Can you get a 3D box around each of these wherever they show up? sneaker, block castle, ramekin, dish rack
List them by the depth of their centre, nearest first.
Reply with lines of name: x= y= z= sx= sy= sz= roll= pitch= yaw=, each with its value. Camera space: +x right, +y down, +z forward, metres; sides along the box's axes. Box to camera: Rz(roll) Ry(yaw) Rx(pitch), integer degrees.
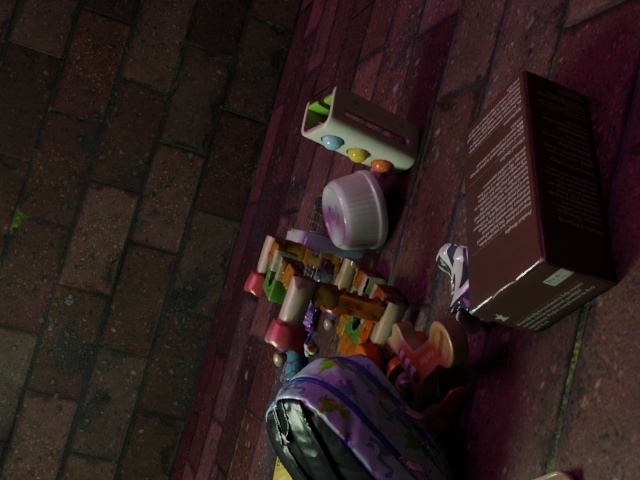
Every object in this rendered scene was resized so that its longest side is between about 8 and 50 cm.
sneaker: x=0.264 y=0.094 z=1.414 sx=0.235 sy=0.094 sz=0.153 roll=11 pitch=76 yaw=63
block castle: x=-0.002 y=0.161 z=1.837 sx=0.453 sy=0.303 sz=0.212 roll=-133 pitch=61 yaw=-72
ramekin: x=0.083 y=-0.070 z=1.981 sx=0.207 sy=0.109 sz=0.207 roll=167 pitch=90 yaw=-73
sneaker: x=-0.028 y=0.323 z=2.241 sx=0.083 sy=0.032 sz=0.036 roll=-141 pitch=54 yaw=-77
sneaker: x=-0.028 y=0.233 z=2.292 sx=0.071 sy=0.068 sz=0.169 roll=56 pitch=138 yaw=49
dish rack: x=0.000 y=0.000 z=2.384 sx=0.208 sy=0.074 sz=0.271 roll=-145 pitch=71 yaw=-74

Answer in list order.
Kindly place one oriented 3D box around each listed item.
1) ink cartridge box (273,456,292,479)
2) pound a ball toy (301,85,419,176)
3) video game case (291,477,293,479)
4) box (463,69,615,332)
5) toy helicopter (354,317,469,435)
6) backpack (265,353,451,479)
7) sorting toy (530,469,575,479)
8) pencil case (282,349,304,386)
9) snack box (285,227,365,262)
ink cartridge box: x=-0.047 y=0.597 z=1.971 sx=0.303 sy=0.072 sz=0.307 roll=138 pitch=143 yaw=-60
pound a ball toy: x=0.096 y=-0.241 z=1.963 sx=0.208 sy=0.319 sz=0.135 roll=-17 pitch=57 yaw=52
video game case: x=0.026 y=0.529 z=1.590 sx=0.274 sy=0.035 sz=0.248 roll=61 pitch=150 yaw=8
box: x=0.341 y=-0.066 z=1.257 sx=0.191 sy=0.143 sz=0.381 roll=130 pitch=153 yaw=-52
toy helicopter: x=0.190 y=0.248 z=1.414 sx=0.355 sy=0.140 sz=0.234 roll=114 pitch=142 yaw=-61
backpack: x=0.064 y=0.376 z=1.364 sx=0.273 sy=0.356 sz=0.290 roll=-53 pitch=3 yaw=-33
sorting toy: x=0.269 y=0.480 z=1.127 sx=0.307 sy=0.041 sz=0.228 roll=130 pitch=152 yaw=-52
pencil case: x=-0.080 y=0.372 z=2.288 sx=0.070 sy=0.064 sz=0.151 roll=-35 pitch=34 yaw=25
snack box: x=0.007 y=0.021 z=2.154 sx=0.207 sy=0.175 sz=0.070 roll=-171 pitch=96 yaw=-74
